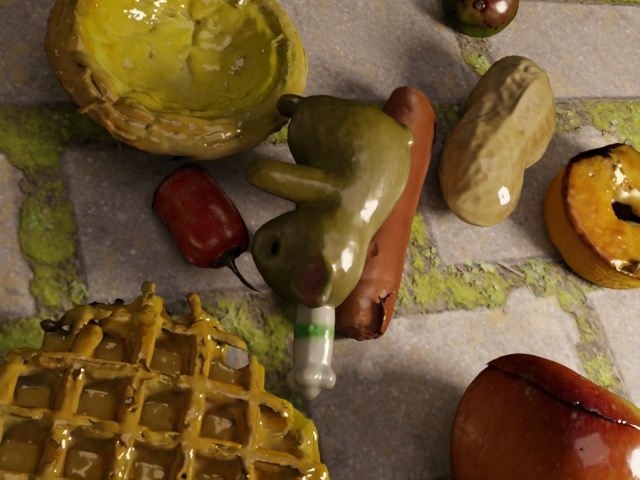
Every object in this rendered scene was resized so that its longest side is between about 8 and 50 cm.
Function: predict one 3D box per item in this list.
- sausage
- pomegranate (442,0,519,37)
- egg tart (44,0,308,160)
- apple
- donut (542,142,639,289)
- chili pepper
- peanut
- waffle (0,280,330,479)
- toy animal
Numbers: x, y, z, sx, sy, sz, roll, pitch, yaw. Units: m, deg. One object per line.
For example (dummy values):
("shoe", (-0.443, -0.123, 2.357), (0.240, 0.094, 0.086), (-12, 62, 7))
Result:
("sausage", (0.094, -0.051, 1.271), (0.094, 0.094, 0.419), (19, 57, -2))
("pomegranate", (0.266, -0.400, 1.519), (0.130, 0.130, 0.130), (11, 60, -19))
("egg tart", (-0.193, -0.231, 1.215), (0.345, 0.132, 0.345), (11, 60, -20))
("apple", (0.278, 0.258, 1.087), (0.252, 0.272, 0.206), (27, 89, -37))
("donut", (0.464, -0.035, 1.416), (0.254, 0.118, 0.253), (9, 61, -17))
("chili pepper", (-0.132, -0.006, 1.150), (0.192, 0.086, 0.084), (51, 21, 18))
("peanut", (0.265, -0.149, 1.378), (0.149, 0.149, 0.313), (35, 55, -4))
("waffle", (-0.184, 0.236, 0.894), (0.379, 0.095, 0.382), (47, 57, 9))
("toy animal", (-0.015, -0.010, 1.109), (0.180, 0.181, 0.363), (15, 60, 18))
